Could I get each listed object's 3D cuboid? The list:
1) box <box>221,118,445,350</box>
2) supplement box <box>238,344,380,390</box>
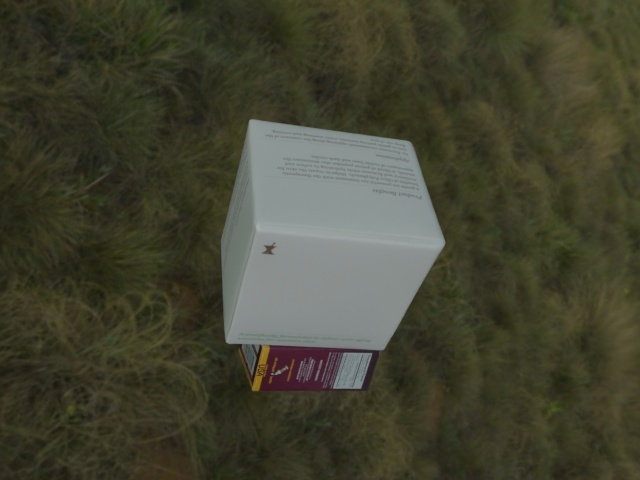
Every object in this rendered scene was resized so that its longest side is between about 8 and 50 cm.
[{"bbox_3d":[0.000,0.000,0.389,0.101,0.101,0.087,5,45,-15],"label":"box"},{"bbox_3d":[-0.019,0.168,1.029,0.188,0.080,0.104,5,25,-22],"label":"supplement box"}]
